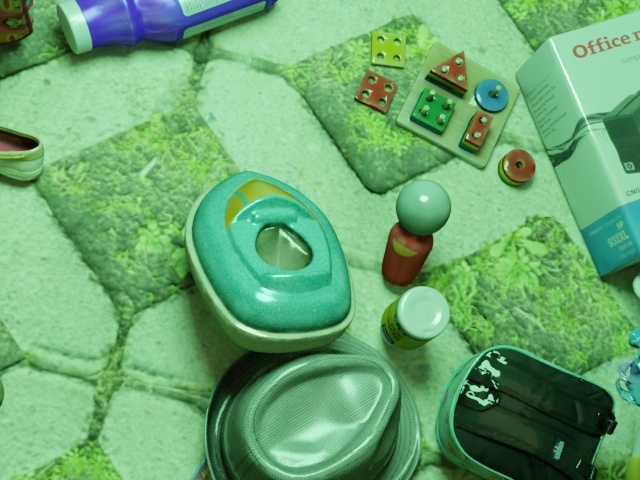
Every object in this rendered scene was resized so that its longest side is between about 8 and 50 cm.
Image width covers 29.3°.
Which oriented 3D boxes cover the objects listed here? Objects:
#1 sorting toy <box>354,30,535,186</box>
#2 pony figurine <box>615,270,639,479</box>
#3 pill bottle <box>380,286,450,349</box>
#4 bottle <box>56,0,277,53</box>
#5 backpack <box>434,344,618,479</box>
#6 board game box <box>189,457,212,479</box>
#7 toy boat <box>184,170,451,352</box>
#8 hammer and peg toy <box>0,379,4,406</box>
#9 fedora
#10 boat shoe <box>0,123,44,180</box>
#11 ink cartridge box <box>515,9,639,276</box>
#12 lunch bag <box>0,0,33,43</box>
[{"bbox_3d":[0.179,-0.189,1.615,0.274,0.046,0.132,28,71,-4],"label":"sorting toy"},{"bbox_3d":[0.482,0.161,1.463,0.303,0.351,0.363,14,102,32],"label":"pony figurine"},{"bbox_3d":[0.110,0.098,1.485,0.065,0.116,0.065,3,74,-11],"label":"pill bottle"},{"bbox_3d":[-0.188,-0.312,1.541,0.283,0.092,0.118,-24,80,-17],"label":"bottle"},{"bbox_3d":[0.233,0.217,1.465,0.188,0.144,0.166,27,78,-11],"label":"backpack"},{"bbox_3d":[-0.107,0.331,1.419,0.133,0.033,0.168,36,70,-2],"label":"board game box"},{"bbox_3d":[0.000,0.000,1.448,0.318,0.148,0.267,-6,46,-25],"label":"toy boat"},{"bbox_3d":[-0.517,0.111,1.310,0.361,0.127,0.266,-4,76,-2],"label":"hammer and peg toy"},{"bbox_3d":[0.002,0.205,1.409,0.275,0.124,0.243,-22,73,-21],"label":"fedora"},{"bbox_3d":[-0.409,-0.123,1.452,0.170,0.059,0.063,13,49,-13],"label":"boat shoe"},{"bbox_3d":[0.426,-0.138,1.612,0.223,0.129,0.307,-18,80,-16],"label":"ink cartridge box"},{"bbox_3d":[-0.456,-0.306,1.377,0.258,0.293,0.120,-4,81,-14],"label":"lunch bag"}]
